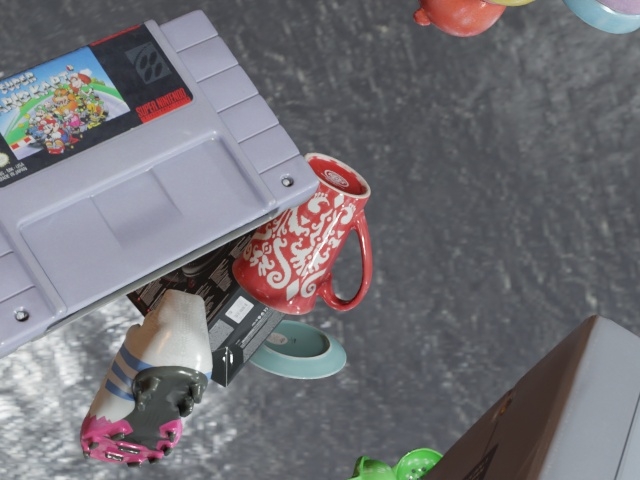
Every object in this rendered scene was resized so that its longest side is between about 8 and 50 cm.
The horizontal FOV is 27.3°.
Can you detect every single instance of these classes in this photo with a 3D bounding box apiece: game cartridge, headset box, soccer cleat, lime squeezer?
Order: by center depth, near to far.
[{"bbox_3d":[0.024,0.166,0.494,0.062,0.297,0.198,39,36,5],"label":"game cartridge"},{"bbox_3d":[0.083,0.225,1.210,0.310,0.110,0.059,0,91,-35],"label":"lime squeezer"},{"bbox_3d":[-0.202,-0.067,1.220,0.355,0.068,0.230,-29,82,-29],"label":"game cartridge"},{"bbox_3d":[-0.207,0.173,1.613,0.116,0.331,0.143,15,58,-20],"label":"soccer cleat"},{"bbox_3d":[-0.171,0.043,1.961,0.218,0.293,0.110,-50,133,1],"label":"headset box"}]

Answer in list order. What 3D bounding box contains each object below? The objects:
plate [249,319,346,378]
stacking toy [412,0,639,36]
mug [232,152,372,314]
[{"bbox_3d":[-0.047,0.174,2.221,0.188,0.188,0.024,-8,122,-36],"label":"plate"},{"bbox_3d":[0.213,-0.333,1.347,0.309,0.130,0.279,-5,68,-28],"label":"stacking toy"},{"bbox_3d":[-0.003,-0.006,1.582,0.150,0.113,0.169,20,116,-20],"label":"mug"}]
